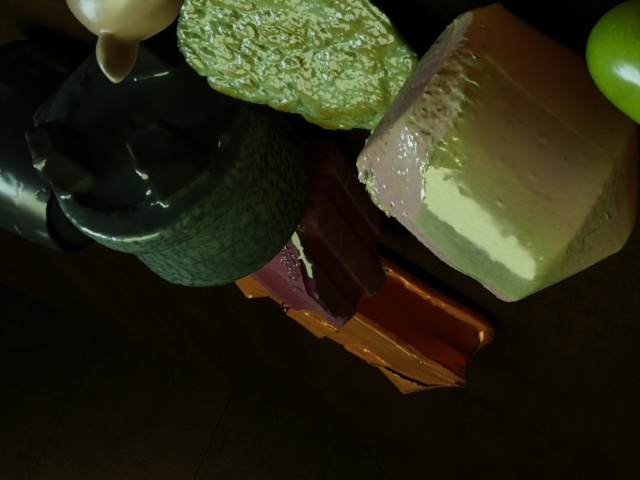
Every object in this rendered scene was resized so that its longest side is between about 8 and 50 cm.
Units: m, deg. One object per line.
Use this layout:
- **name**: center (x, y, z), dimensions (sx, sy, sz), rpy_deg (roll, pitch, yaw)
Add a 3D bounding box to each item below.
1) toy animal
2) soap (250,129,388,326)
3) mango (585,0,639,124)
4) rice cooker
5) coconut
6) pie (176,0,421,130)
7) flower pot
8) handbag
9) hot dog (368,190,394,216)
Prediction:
- **toy animal**: center (-0.209, -0.294, 1.443), dimensions (0.149, 0.165, 0.248), rpy_deg (-14, 130, 14)
- **soap**: center (0.000, 0.000, 1.982), dimensions (0.112, 0.182, 0.289), rpy_deg (18, 165, 28)
- **mango**: center (0.344, -0.100, 1.234), dimensions (0.293, 0.143, 0.175), rpy_deg (35, 171, 13)
- **rice cooker**: center (-0.373, -0.131, 2.066), dimensions (0.224, 0.267, 0.267), rpy_deg (29, 165, 20)
- **coconut**: center (0.177, -0.069, 1.409), dimensions (0.245, 0.233, 0.233), rpy_deg (36, 162, -9)
- **pie**: center (-0.016, -0.200, 1.552), dimensions (0.274, 0.105, 0.257), rpy_deg (29, 154, -7)
- **flower pot**: center (-0.160, -0.117, 1.767), dimensions (0.299, 0.299, 0.283), rpy_deg (17, 165, 32)
- **handbag**: center (0.036, 0.085, 2.301), dimensions (0.410, 0.116, 0.303), rpy_deg (32, 166, -12)
- **hot dog**: center (0.146, -0.043, 1.839), dimensions (0.191, 0.059, 0.108), rpy_deg (23, 165, 5)
